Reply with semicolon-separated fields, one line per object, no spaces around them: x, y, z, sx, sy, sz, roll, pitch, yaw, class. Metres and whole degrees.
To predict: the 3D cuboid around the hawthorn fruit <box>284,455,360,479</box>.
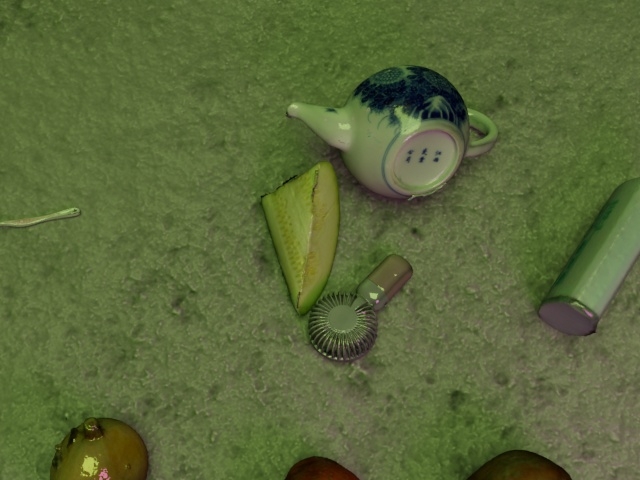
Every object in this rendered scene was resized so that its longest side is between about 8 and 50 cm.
0.012;0.476;1.491;0.200;0.179;0.179;39;77;-1;hawthorn fruit

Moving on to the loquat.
-0.383;0.384;1.499;0.149;0.204;0.172;19;40;34;loquat

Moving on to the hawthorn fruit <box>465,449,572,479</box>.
0.321;0.511;1.444;0.301;0.268;0.267;-42;80;0;hawthorn fruit

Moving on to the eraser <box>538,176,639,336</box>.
0.527;0.034;1.617;0.104;0.189;0.290;33;76;10;eraser

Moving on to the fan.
0.081;0.122;1.642;0.130;0.074;0.244;40;72;20;fan

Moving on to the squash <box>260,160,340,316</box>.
0.000;0.000;1.648;0.093;0.169;0.252;0;68;-49;squash

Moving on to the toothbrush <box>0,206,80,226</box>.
-0.567;-0.038;1.684;0.204;0.022;0.017;-12;60;-6;toothbrush

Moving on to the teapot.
0.148;-0.222;1.662;0.424;0.252;0.280;-2;36;-22;teapot
